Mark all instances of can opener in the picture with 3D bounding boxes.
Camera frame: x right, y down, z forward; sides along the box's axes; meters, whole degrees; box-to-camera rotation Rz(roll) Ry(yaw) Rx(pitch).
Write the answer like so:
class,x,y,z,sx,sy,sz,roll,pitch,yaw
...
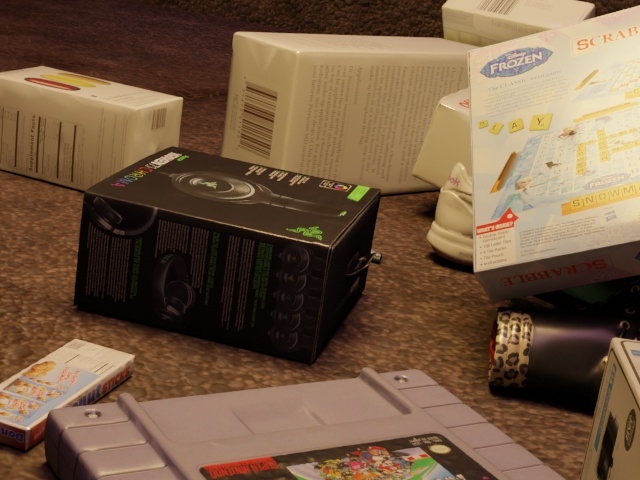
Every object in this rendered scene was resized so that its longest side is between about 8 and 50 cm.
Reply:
class,x,y,z,sx,sy,sz,roll,pitch,yaw
can opener,0.299,0.091,1.350,0.186,0.073,0.059,18,58,36

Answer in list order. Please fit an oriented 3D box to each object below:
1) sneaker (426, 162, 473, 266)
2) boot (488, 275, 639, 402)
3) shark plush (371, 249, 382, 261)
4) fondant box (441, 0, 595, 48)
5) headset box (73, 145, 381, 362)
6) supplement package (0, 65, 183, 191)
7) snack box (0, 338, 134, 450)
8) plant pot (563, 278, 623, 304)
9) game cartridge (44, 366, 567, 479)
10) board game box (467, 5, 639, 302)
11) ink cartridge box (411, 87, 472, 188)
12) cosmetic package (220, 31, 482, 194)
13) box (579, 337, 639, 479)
class,x,y,z,sx,sy,sz,roll,pitch,yaw
sneaker,0.300,-0.027,1.540,0.305,0.152,0.114,8,15,-7
boot,0.271,0.080,1.223,0.179,0.085,0.236,9,40,8
shark plush,0.000,0.000,1.528,0.161,0.073,0.067,31,40,4
fondant box,0.348,-0.274,2.055,0.238,0.330,0.096,18,52,27
headset box,-0.083,0.007,1.280,0.283,0.131,0.246,13,18,12
supplement package,-0.339,-0.155,1.668,0.244,0.133,0.139,14,18,18
snack box,-0.229,0.128,1.009,0.064,0.022,0.178,15,18,16
plant pot,0.450,-0.041,1.410,0.235,0.293,0.293,-8,24,-40
game cartridge,-0.006,0.177,0.907,0.355,0.068,0.230,-2,16,-31
board game box,0.317,-0.108,1.236,0.319,0.066,0.318,-12,51,21
ink cartridge box,0.323,-0.105,1.743,0.307,0.129,0.223,28,24,17
cosmetic package,0.073,-0.201,1.853,0.453,0.230,0.161,-6,22,-41
box,0.242,0.195,0.781,0.087,0.169,0.290,9,18,1
